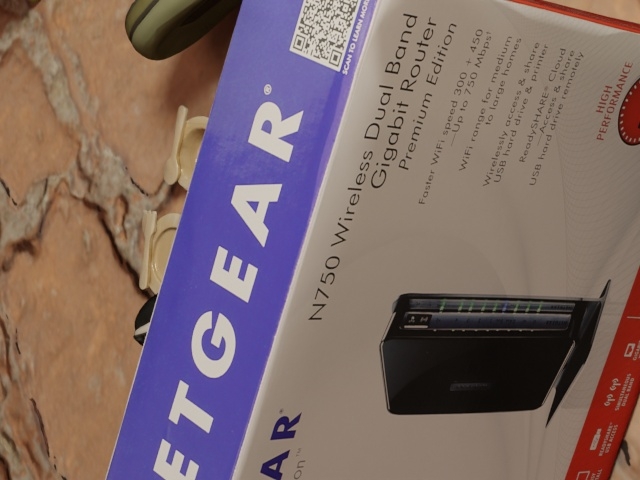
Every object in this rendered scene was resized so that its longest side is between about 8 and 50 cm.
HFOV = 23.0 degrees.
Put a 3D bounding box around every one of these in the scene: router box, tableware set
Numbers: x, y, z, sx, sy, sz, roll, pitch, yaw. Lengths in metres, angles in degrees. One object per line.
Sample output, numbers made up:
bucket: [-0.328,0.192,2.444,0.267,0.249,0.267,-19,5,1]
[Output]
router box: [0.056,0.041,0.785,0.082,0.301,0.335,28,107,41]
tableware set: [-0.070,-0.008,1.097,0.168,0.020,0.141,28,106,41]

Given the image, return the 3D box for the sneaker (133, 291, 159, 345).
sneaker: [0.000,0.000,0.993,0.283,0.107,0.124,-20,57,35]

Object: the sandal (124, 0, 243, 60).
sandal: [-0.008,-0.184,1.001,0.303,0.120,0.086,-33,83,44]
